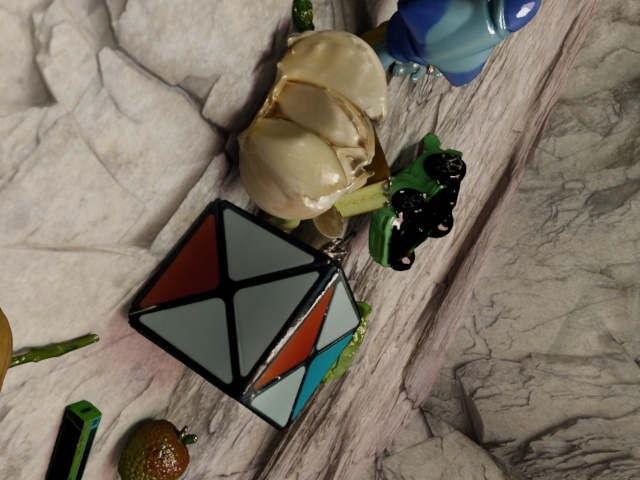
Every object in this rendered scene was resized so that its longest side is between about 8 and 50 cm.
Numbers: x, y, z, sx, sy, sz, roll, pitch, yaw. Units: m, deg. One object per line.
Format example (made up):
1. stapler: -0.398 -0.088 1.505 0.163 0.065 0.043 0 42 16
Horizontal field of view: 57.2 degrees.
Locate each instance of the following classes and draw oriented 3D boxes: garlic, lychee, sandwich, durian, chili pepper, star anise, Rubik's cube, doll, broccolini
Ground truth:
1. garlic: -0.001 -0.158 0.903 0.281 0.203 0.185 -61 173 -5
2. lychee: -0.288 0.378 1.041 0.146 0.114 0.114 -34 151 -3
3. sandwich: 0.008 -0.100 1.070 0.235 0.128 0.122 -14 149 5
4. durian: 0.038 0.240 1.457 0.101 0.139 0.250 -14 130 -63
5. chili pepper: -0.021 -0.346 0.861 0.030 0.034 0.091 -82 180 -54
6. star anise: 0.000 0.000 1.276 0.227 0.218 0.148 -149 -128 -77
7. Rubik's cube: -0.108 0.122 0.942 0.250 0.248 0.246 -53 155 -16
8. doll: 0.241 -0.396 0.947 0.366 0.187 0.376 -51 -165 2
9. doll: 0.222 -0.377 1.206 0.179 0.075 0.120 -35 142 -42
10. broccolini: -0.371 0.145 0.741 0.044 0.042 0.218 -41 169 28

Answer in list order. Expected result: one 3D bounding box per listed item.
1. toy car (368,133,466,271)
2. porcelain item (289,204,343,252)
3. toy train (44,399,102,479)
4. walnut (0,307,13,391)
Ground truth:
1. toy car: 0.226 -0.097 1.416 0.358 0.176 0.214 -38 147 -31
2. porcelain item: -0.027 0.004 1.037 0.054 0.084 0.213 -14 163 -27
3. toy train: -0.386 0.345 0.906 0.042 0.044 0.209 -10 126 -60
4. walnut: -0.379 0.102 0.500 0.203 0.203 0.298 -52 164 -15
